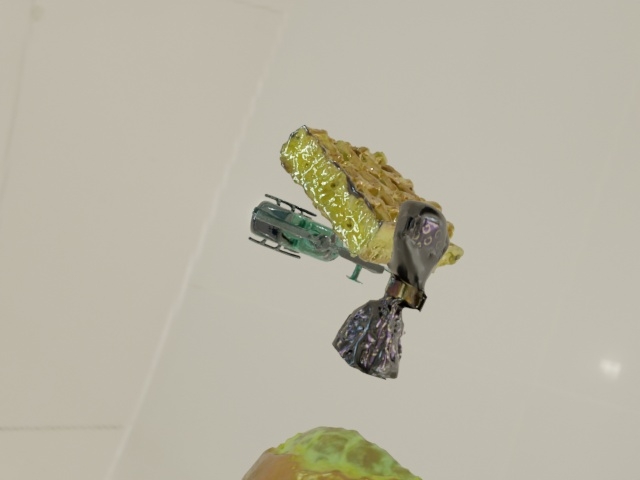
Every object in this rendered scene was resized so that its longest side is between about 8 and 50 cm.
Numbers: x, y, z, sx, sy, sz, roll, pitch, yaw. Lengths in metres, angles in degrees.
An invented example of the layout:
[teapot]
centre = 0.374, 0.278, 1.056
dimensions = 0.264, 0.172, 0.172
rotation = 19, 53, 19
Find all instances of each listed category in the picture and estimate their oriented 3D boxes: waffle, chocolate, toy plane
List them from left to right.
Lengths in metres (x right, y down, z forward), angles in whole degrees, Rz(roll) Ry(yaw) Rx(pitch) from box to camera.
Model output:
[toy plane]
centre = 0.000, 0.000, 1.745
dimensions = 0.235, 0.096, 0.060
rotation = 23, 87, -33
[waffle]
centre = 0.064, -0.038, 1.576
dimensions = 0.055, 0.160, 0.211
rotation = -49, 150, 19
[chocolate]
centre = 0.065, 0.039, 1.190
dimensions = 0.147, 0.070, 0.072
rotation = -60, 167, 24

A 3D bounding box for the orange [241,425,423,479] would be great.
[orange]
centre = 0.034, 0.227, 0.840
dimensions = 0.237, 0.179, 0.158
rotation = 51, 58, -34
